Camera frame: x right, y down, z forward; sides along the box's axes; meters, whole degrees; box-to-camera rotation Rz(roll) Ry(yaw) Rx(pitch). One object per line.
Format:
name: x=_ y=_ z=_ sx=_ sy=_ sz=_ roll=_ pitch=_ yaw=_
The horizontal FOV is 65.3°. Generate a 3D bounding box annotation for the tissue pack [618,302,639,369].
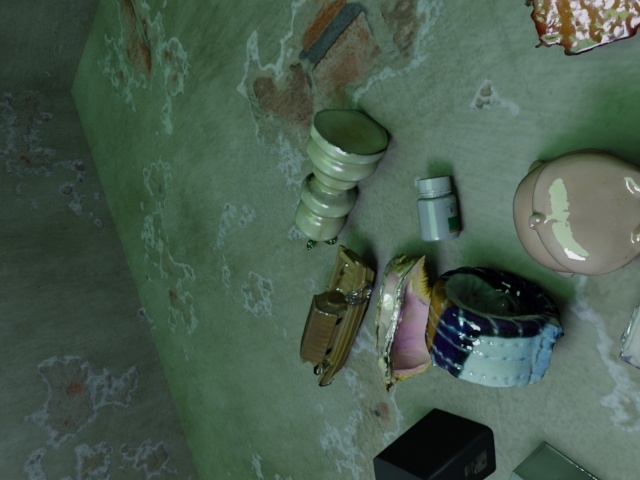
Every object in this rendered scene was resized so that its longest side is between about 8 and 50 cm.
tissue pack: x=0.602 y=0.133 z=0.637 sx=0.344 sy=0.125 sz=0.242 roll=32 pitch=131 yaw=42

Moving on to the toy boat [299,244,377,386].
toy boat: x=0.027 y=0.200 z=1.314 sx=0.136 sy=0.162 sz=0.445 roll=45 pitch=132 yaw=35

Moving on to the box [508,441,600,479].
box: x=0.470 y=0.496 z=0.910 sx=0.225 sy=0.130 sz=0.086 roll=31 pitch=123 yaw=41

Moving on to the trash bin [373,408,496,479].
trash bin: x=0.247 y=0.482 z=1.093 sx=0.165 sy=0.226 sz=0.114 roll=4 pitch=104 yaw=49

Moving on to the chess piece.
chess piece: x=0.029 y=-0.135 z=1.220 sx=0.182 sy=0.182 sz=0.330 roll=49 pitch=140 yaw=28

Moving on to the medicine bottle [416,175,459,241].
medicine bottle: x=0.243 y=-0.066 z=1.039 sx=0.080 sy=0.080 sz=0.130 roll=1 pitch=102 yaw=49

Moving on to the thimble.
thimble: x=0.313 y=0.155 z=0.917 sx=0.237 sy=0.237 sz=0.150 roll=29 pitch=127 yaw=41

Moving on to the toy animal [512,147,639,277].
toy animal: x=0.394 y=-0.036 z=0.759 sx=0.230 sy=0.221 sz=0.209 roll=-9 pitch=91 yaw=50

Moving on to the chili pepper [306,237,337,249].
chili pepper: x=-0.003 y=-0.008 z=1.384 sx=0.118 sy=0.035 sz=0.055 roll=-13 pitch=75 yaw=47

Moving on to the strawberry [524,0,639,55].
strawberry: x=0.422 y=-0.418 z=0.675 sx=0.280 sy=0.150 sz=0.253 roll=-4 pitch=119 yaw=48

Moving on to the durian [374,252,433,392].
durian: x=0.182 y=0.156 z=1.137 sx=0.196 sy=0.186 sz=0.304 roll=-150 pitch=59 yaw=-64
